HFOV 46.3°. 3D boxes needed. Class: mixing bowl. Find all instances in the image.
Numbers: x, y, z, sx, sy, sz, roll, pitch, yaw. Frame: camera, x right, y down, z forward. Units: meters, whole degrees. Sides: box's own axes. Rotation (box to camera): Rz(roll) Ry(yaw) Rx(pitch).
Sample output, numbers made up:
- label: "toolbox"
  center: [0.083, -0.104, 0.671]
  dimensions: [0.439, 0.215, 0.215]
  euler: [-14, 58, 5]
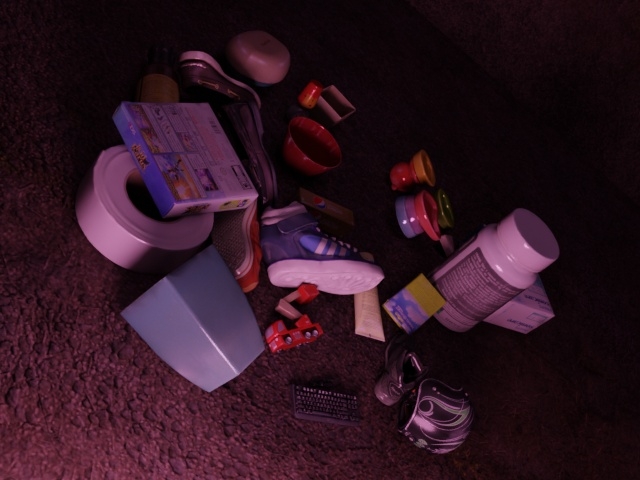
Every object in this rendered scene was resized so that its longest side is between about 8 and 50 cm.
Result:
- label: "mixing bowl"
  center: [-0.040, -0.248, 2.111]
  dimensions: [0.181, 0.098, 0.181]
  euler: [25, 41, -25]

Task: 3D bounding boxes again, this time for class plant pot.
- label: "plant pot"
  center: [-0.233, 0.165, 1.481]
  dimensions: [0.234, 0.165, 0.165]
  euler: [52, 36, -3]
- label: "plant pot"
  center: [0.024, -0.400, 2.320]
  dimensions: [0.109, 0.096, 0.109]
  euler: [47, 36, 2]

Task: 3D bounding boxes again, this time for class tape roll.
- label: "tape roll"
  center: [-0.376, -0.071, 1.611]
  dimensions: [0.286, 0.100, 0.286]
  euler: [26, 42, -25]

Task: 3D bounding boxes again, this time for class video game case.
- label: "video game case"
  center: [-0.296, -0.184, 1.657]
  dimensions: [0.244, 0.061, 0.270]
  euler: [-10, 65, -49]

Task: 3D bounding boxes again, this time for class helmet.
- label: "helmet"
  center: [0.276, 0.411, 1.747]
  dimensions: [0.161, 0.169, 0.169]
  euler: [22, 40, -7]

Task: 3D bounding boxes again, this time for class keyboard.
- label: "keyboard"
  center: [0.010, 0.351, 1.658]
  dimensions: [0.180, 0.023, 0.108]
  euler: [18, 44, -34]

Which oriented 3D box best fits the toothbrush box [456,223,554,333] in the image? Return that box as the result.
- label: "toothbrush box"
  center: [0.577, 0.122, 2.350]
  dimensions: [0.216, 0.126, 0.296]
  euler: [19, 45, -32]

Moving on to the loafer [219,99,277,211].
- label: "loafer"
  center: [-0.189, -0.212, 1.913]
  dimensions: [0.095, 0.109, 0.303]
  euler: [-7, 78, -30]

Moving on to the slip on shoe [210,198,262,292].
- label: "slip on shoe"
  center: [-0.191, -0.012, 1.747]
  dimensions: [0.331, 0.123, 0.101]
  euler: [-98, 166, -46]

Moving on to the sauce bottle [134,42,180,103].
- label: "sauce bottle"
  center: [-0.401, -0.361, 1.850]
  dimensions: [0.111, 0.111, 0.344]
  euler: [23, 44, -29]

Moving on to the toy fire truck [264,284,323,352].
- label: "toy fire truck"
  center: [-0.062, 0.177, 1.729]
  dimensions: [0.192, 0.047, 0.135]
  euler: [-8, 61, -47]

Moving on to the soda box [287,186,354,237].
- label: "soda box"
  center: [0.002, -0.074, 2.018]
  dimensions: [0.181, 0.061, 0.058]
  euler: [22, 42, -29]

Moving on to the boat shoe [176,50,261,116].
- label: "boat shoe"
  center: [-0.262, -0.380, 1.972]
  dimensions: [0.324, 0.116, 0.097]
  euler: [33, 54, -60]

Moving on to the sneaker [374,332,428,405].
- label: "sneaker"
  center: [0.214, 0.292, 1.827]
  dimensions: [0.087, 0.130, 0.227]
  euler: [43, 34, -7]

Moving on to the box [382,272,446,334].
- label: "box"
  center: [0.248, 0.176, 2.015]
  dimensions: [0.178, 0.042, 0.109]
  euler: [-34, 80, -38]

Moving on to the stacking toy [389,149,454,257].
- label: "stacking toy"
  center: [0.311, -0.093, 2.349]
  dimensions: [0.279, 0.130, 0.309]
  euler: [54, 30, -37]

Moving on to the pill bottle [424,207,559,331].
- label: "pill bottle"
  center: [0.466, 0.083, 2.075]
  dimensions: [0.204, 0.361, 0.204]
  euler: [25, 42, -25]

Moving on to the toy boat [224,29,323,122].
- label: "toy boat"
  center: [-0.146, -0.481, 2.212]
  dimensions: [0.318, 0.148, 0.267]
  euler: [38, 31, 2]

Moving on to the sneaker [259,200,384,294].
- label: "sneaker"
  center: [-0.001, 0.000, 1.866]
  dimensions: [0.322, 0.130, 0.236]
  euler: [5, 57, -27]

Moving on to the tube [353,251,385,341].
- label: "tube"
  center: [0.116, 0.144, 1.936]
  dimensions: [0.070, 0.062, 0.240]
  euler: [-8, 55, 4]
